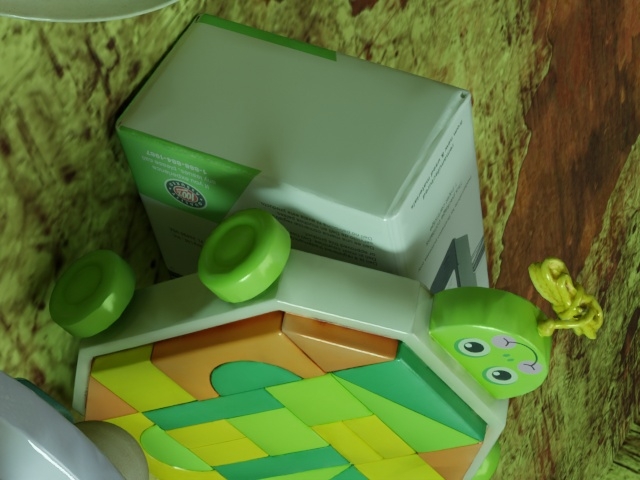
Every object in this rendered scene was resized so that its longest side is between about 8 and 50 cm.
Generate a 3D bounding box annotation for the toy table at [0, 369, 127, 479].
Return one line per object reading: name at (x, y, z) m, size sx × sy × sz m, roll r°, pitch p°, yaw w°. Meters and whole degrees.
toy table at (-0.188, 0.167, 0.696) m, size 0.252 × 0.274 × 0.161 m, roll -42°, pitch -160°, yaw 32°

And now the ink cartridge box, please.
ink cartridge box at (0.000, 0.000, 1.058) m, size 0.115 × 0.198 × 0.273 m, roll -58°, pitch 155°, yaw -28°

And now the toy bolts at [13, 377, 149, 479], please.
toy bolts at (-0.152, 0.164, 0.901) m, size 0.218 × 0.158 × 0.228 m, roll -56°, pitch 148°, yaw -49°

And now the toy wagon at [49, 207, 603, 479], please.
toy wagon at (0.007, 0.084, 0.973) m, size 0.267 × 0.344 × 0.068 m, roll 44°, pitch 44°, yaw -38°

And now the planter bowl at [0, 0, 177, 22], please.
planter bowl at (-0.127, -0.185, 0.726) m, size 0.162 × 0.162 × 0.109 m, roll 43°, pitch 43°, yaw -64°
